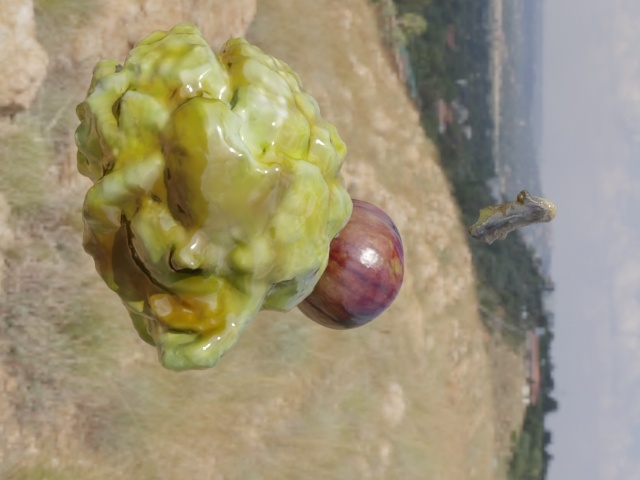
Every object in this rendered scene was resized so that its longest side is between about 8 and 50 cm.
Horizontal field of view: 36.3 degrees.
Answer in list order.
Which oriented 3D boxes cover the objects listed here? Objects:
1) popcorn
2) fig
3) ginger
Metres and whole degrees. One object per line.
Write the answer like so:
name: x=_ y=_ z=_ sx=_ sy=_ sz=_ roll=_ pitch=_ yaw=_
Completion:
popcorn: x=-0.110 y=-0.046 z=1.000 sx=0.274 sy=0.279 sz=0.335 roll=45 pitch=-21 yaw=57
fig: x=-0.002 y=0.014 z=1.418 sx=0.186 sy=0.249 sz=0.204 roll=-58 pitch=-169 yaw=35
ginger: x=0.279 y=-0.035 z=1.433 sx=0.044 sy=0.137 sz=0.057 roll=74 pitch=-2 yaw=-78
